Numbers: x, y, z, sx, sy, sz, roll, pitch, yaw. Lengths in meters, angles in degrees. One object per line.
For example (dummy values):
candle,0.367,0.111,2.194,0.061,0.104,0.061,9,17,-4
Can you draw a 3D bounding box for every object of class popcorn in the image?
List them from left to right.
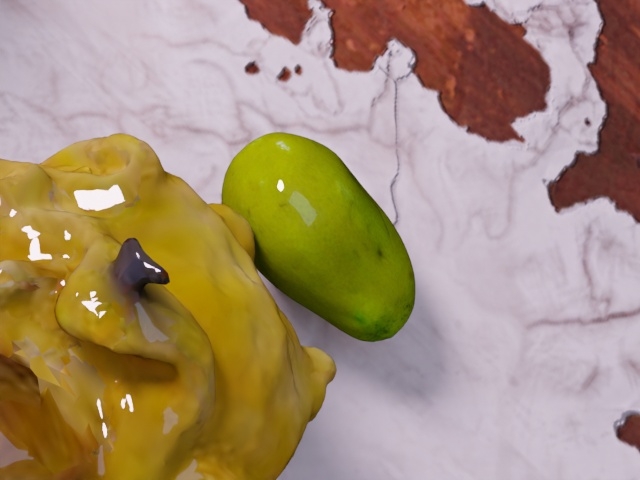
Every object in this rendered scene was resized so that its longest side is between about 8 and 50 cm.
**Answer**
popcorn,-0.144,0.083,1.162,0.316,0.281,0.297,-29,71,-35

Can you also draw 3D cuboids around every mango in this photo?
mango,-0.001,-0.004,1.311,0.089,0.117,0.163,-35,119,13
